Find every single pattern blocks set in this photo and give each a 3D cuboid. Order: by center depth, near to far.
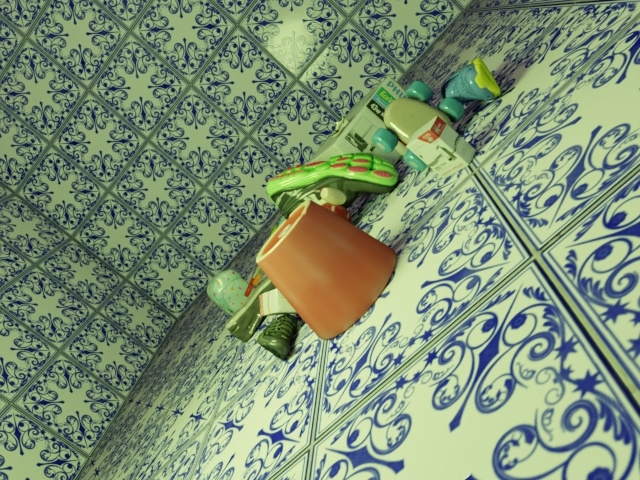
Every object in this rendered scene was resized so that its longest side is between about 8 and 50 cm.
[{"bbox_3d":[-0.206,0.059,2.155,0.325,0.026,0.285,129,163,-58],"label":"pattern blocks set"}]

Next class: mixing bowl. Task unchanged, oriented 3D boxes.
[{"bbox_3d":[0.013,-0.033,1.844,0.181,0.181,0.098,-38,44,46],"label":"mixing bowl"}]

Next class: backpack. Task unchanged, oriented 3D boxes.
[{"bbox_3d":[-0.379,0.217,2.400,0.166,0.188,0.144,-52,11,-17],"label":"backpack"}]

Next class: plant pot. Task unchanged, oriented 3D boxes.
[{"bbox_3d":[0.001,0.052,1.334,0.275,0.243,0.275,-47,10,11],"label":"plant pot"}]

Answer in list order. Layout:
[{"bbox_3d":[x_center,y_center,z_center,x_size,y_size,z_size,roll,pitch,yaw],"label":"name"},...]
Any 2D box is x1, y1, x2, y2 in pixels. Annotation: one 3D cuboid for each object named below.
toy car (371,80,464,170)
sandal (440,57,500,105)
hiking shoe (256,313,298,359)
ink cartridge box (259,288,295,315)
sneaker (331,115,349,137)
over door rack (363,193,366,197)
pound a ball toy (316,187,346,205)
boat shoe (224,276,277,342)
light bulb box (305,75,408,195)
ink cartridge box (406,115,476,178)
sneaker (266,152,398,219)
[{"bbox_3d":[0.292,-0.307,1.696,0.219,0.210,0.238,-55,-17,-8],"label":"toy car"},{"bbox_3d":[0.422,-0.437,1.619,0.138,0.126,0.317,-31,6,14],"label":"sandal"},{"bbox_3d":[-0.110,0.246,1.521,0.114,0.086,0.227,-54,11,-8],"label":"hiking shoe"},{"bbox_3d":[-0.088,0.171,1.581,0.198,0.115,0.067,153,114,-65],"label":"ink cartridge box"},{"bbox_3d":[0.062,-0.400,1.989,0.083,0.037,0.032,-52,14,-5],"label":"sneaker"},{"bbox_3d":[0.017,-0.098,2.133,0.239,0.108,0.324,-54,12,-18],"label":"over door rack"},{"bbox_3d":[0.000,0.000,1.706,0.319,0.136,0.208,-35,54,52],"label":"pound a ball toy"},{"bbox_3d":[-0.204,0.219,2.022,0.335,0.095,0.112,-49,10,-27],"label":"boat shoe"},{"bbox_3d":[0.168,-0.371,2.150,0.361,0.225,0.358,-52,12,-17],"label":"light bulb box"},{"bbox_3d":[0.298,-0.227,1.397,0.099,0.135,0.056,-33,23,57],"label":"ink cartridge box"},{"bbox_3d":[0.048,-0.169,1.911,0.483,0.202,0.185,-5,27,33],"label":"sneaker"}]
